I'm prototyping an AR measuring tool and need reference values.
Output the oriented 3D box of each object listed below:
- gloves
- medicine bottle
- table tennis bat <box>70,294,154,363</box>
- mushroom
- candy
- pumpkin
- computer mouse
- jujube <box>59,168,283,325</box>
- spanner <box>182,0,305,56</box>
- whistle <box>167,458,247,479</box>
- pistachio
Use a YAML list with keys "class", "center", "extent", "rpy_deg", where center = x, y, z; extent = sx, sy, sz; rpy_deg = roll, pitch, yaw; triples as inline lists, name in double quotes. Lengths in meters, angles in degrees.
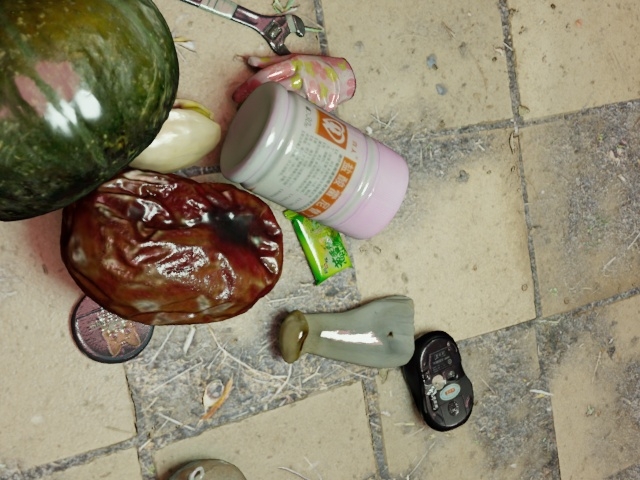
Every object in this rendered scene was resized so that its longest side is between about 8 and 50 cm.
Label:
- class: "gloves"
  center: [-0.056, -0.307, 1.345]
  extent: [0.241, 0.126, 0.145]
  rpy_deg: [-19, 106, -31]
- class: "medicine bottle"
  center: [-0.009, -0.145, 1.290]
  extent: [0.316, 0.202, 0.202]
  rpy_deg: [24, 83, -29]
- class: "table tennis bat"
  center: [-0.400, 0.119, 1.262]
  extent: [0.150, 0.027, 0.236]
  rpy_deg: [-22, 104, -22]
- class: "mushroom"
  center: [0.060, 0.194, 1.441]
  extent: [0.329, 0.122, 0.159]
  rpy_deg: [4, 55, -26]
- class: "candy"
  center: [0.000, 0.000, 1.433]
  extent: [0.102, 0.032, 0.178]
  rpy_deg: [-27, 103, -21]
- class: "pumpkin"
  center: [-0.434, -0.237, 1.004]
  extent: [0.454, 0.454, 0.344]
  rpy_deg: [-43, 125, -17]
- class: "computer mouse"
  center: [0.265, 0.318, 1.542]
  extent: [0.137, 0.096, 0.233]
  rpy_deg: [-16, 95, -28]
- class: "jujube"
  center: [-0.257, 0.011, 1.189]
  extent: [0.377, 0.276, 0.276]
  rpy_deg: [3, 92, -27]
- class: "spanner"
  center: [-0.177, -0.448, 1.332]
  extent: [0.316, 0.024, 0.087]
  rpy_deg: [15, 92, -25]
- class: "whistle"
  center: [-0.216, 0.556, 1.321]
  extent: [0.189, 0.189, 0.347]
  rpy_deg: [-23, 124, -22]
- class: "pistachio"
  center: [-0.288, -0.194, 1.250]
  extent: [0.201, 0.117, 0.145]
  rpy_deg: [-17, 138, -30]
